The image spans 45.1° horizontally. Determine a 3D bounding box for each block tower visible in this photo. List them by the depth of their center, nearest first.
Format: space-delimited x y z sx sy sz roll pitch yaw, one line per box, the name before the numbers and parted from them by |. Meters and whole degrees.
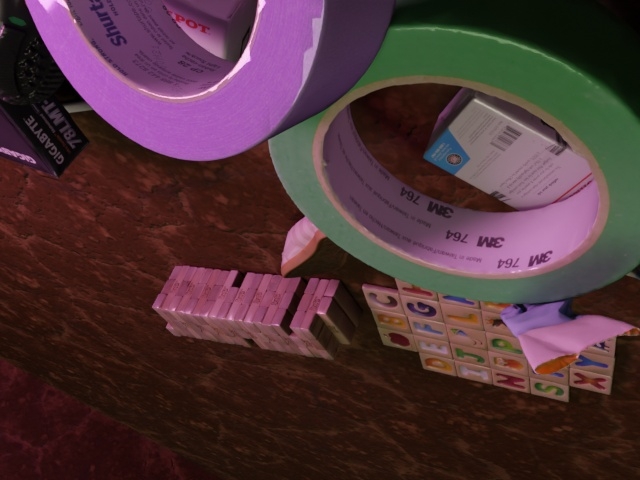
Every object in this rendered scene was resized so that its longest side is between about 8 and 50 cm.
block tower | -0.111 0.108 1.205 0.336 0.091 0.097 2 144 33

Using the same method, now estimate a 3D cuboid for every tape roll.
tape roll | -0.086 -0.196 0.512 0.275 0.090 0.274 18 123 29
tape roll | 0.117 -0.069 0.634 0.321 0.077 0.321 17 148 11

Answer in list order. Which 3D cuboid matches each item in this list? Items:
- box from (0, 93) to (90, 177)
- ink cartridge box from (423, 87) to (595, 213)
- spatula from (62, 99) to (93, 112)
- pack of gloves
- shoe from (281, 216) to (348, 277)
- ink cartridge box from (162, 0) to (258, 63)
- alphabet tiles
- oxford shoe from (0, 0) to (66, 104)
box | -0.445 -0.220 0.870 0.296 0.073 0.293 20 151 30
ink cartridge box | 0.199 -0.079 0.698 0.180 0.060 0.104 28 150 -6
spatula | -0.347 -0.202 0.936 0.242 0.019 0.168 0 143 36
pack of gloves | 0.262 0.060 0.663 0.195 0.232 0.046 -22 95 8
shoe | 0.000 0.000 0.991 0.077 0.058 0.219 -1 162 -20
ink cartridge box | -0.144 -0.196 0.729 0.148 0.085 0.203 24 152 1
alphabet tiles | 0.234 0.139 1.086 0.343 0.011 0.285 10 149 23
oxford shoe | -0.266 -0.220 0.694 0.083 0.096 0.227 -9 145 -28
